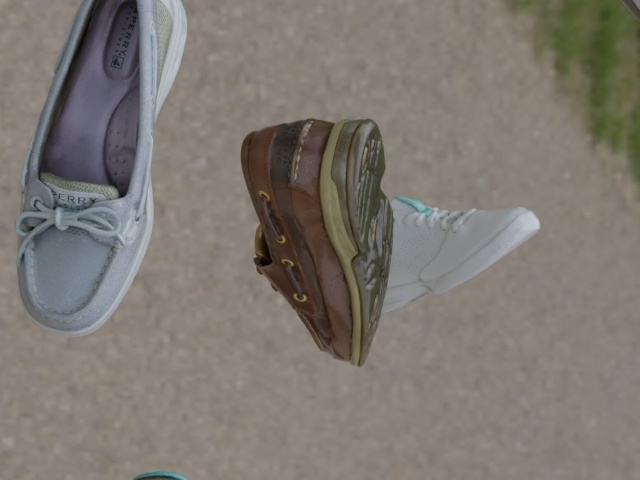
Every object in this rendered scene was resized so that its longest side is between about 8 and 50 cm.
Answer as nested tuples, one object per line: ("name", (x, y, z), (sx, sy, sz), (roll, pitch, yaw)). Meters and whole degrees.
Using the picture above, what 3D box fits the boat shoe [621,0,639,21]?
("boat shoe", (0.181, -0.102, 0.637), (0.335, 0.112, 0.095), (56, -5, 1))

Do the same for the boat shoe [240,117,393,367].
("boat shoe", (0.000, 0.000, 0.779), (0.178, 0.060, 0.064), (80, 22, -57))

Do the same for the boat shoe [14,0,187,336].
("boat shoe", (-0.193, -0.078, 1.380), (0.103, 0.118, 0.320), (32, 74, -78))

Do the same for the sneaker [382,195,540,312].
("sneaker", (0.101, -0.003, 1.461), (0.080, 0.212, 0.094), (-28, 92, -42))

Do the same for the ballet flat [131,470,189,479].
("ballet flat", (-0.079, 0.251, 1.177), (0.248, 0.086, 0.086), (51, 49, -49))
